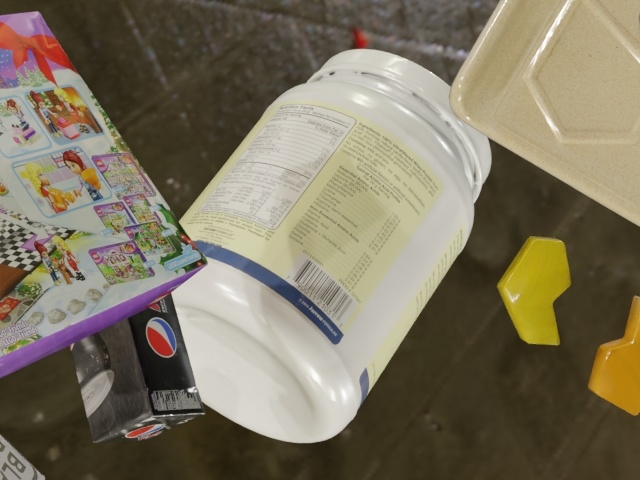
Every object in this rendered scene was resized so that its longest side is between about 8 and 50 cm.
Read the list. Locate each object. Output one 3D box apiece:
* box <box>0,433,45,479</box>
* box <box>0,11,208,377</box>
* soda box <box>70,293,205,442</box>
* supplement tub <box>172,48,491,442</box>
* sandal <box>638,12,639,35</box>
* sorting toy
[{"bbox_3d":[-0.278,0.070,0.614,0.290,0.169,0.087,48,8,-13],"label":"box"},{"bbox_3d":[-0.207,-0.022,0.818,0.201,0.057,0.293,56,29,5],"label":"box"},{"bbox_3d":[-0.136,0.048,0.985,0.053,0.060,0.169,8,61,-55],"label":"soda box"},{"bbox_3d":[0.000,0.000,1.377,0.235,0.235,0.325,51,58,-25],"label":"supplement tub"},{"bbox_3d":[0.164,-0.050,0.354,0.169,0.102,0.416,-5,62,-19],"label":"sandal"},{"bbox_3d":[0.192,-0.070,0.846,0.229,0.041,0.307,30,92,-7],"label":"sorting toy"}]
